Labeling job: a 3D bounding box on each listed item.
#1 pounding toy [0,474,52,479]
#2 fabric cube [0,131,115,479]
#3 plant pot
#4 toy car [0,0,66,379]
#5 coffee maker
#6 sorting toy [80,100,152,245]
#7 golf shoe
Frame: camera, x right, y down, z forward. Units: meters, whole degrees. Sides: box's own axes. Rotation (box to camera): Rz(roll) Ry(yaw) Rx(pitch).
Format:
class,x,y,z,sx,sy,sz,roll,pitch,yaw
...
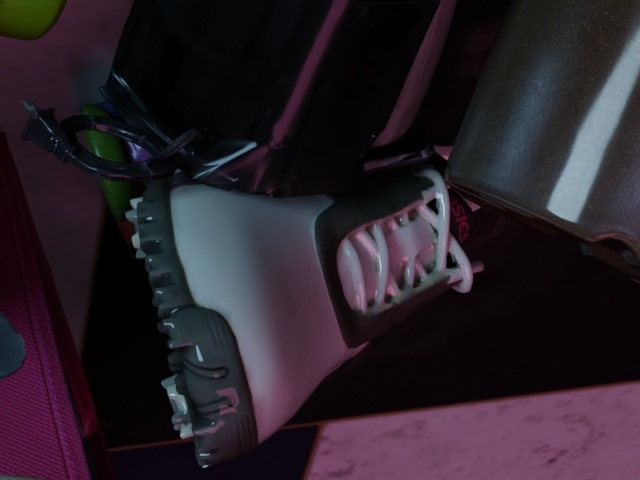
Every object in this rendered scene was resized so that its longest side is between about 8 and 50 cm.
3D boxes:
class,x,y,z,sx,sy,sz,roll,pitch,yaw
pounding toy,-0.098,0.186,0.604,0.237,0.110,0.183,29,116,-37
fabric cube,-0.213,0.148,0.800,0.258,0.254,0.259,-15,142,-6
plant pot,0.137,-0.069,0.701,0.167,0.167,0.165,25,90,-43
toy car,-0.167,-0.033,0.647,0.155,0.188,0.149,8,135,-33
coffee maker,0.001,-0.111,0.653,0.171,0.120,0.178,-43,159,-57
sorting toy,-0.075,-0.035,0.795,0.042,0.061,0.102,-18,166,-4
golf shoe,0.000,0.000,0.727,0.120,0.273,0.105,-10,106,11
